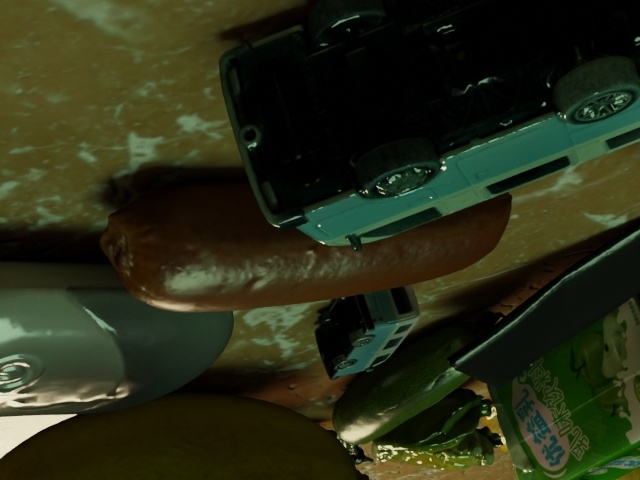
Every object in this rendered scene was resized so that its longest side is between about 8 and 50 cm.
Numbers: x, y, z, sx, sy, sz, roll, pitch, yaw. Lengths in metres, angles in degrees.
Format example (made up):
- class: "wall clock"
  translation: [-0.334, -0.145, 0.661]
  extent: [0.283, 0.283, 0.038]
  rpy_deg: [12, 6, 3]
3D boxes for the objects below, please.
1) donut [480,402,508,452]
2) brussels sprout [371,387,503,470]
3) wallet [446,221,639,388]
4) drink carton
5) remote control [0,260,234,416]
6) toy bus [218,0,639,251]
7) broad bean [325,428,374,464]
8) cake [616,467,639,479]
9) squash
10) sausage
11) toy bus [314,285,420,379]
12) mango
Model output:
- class: "donut"
  translation: [0.297, 0.229, 1.923]
  extent: [0.178, 0.065, 0.162]
  rpy_deg: [-10, 158, -12]
- class: "brussels sprout"
  translation: [0.130, 0.226, 1.778]
  extent: [0.139, 0.100, 0.181]
  rpy_deg: [2, 177, -36]
- class: "wallet"
  translation: [0.246, 0.064, 1.494]
  extent: [0.244, 0.025, 0.124]
  rpy_deg: [-37, 150, 17]
- class: "drink carton"
  translation: [0.323, 0.174, 1.692]
  extent: [0.108, 0.161, 0.271]
  rpy_deg: [5, 149, -38]
- class: "remote control"
  translation: [-0.226, 0.082, 1.210]
  extent: [0.332, 0.103, 0.221]
  rpy_deg: [1, 156, -36]
- class: "toy bus"
  translation: [0.091, -0.092, 0.951]
  extent: [0.271, 0.133, 0.165]
  rpy_deg: [-21, 161, 10]
- class: "broad bean"
  translation: [-0.087, 0.253, 1.754]
  extent: [0.339, 0.061, 0.077]
  rpy_deg: [1, 162, -33]
- class: "cake"
  translation: [0.487, 0.201, 1.775]
  extent: [0.227, 0.222, 0.286]
  rpy_deg: [8, 149, -39]
- class: "squash"
  translation: [0.088, 0.162, 1.632]
  extent: [0.080, 0.071, 0.318]
  rpy_deg: [20, 141, -23]
- class: "sausage"
  translation: [0.000, 0.000, 1.163]
  extent: [0.348, 0.094, 0.097]
  rpy_deg: [-3, 159, -27]
- class: "toy bus"
  translation: [0.045, 0.082, 1.430]
  extent: [0.075, 0.060, 0.123]
  rpy_deg: [-9, 155, -22]
- class: "mango"
  translation: [-0.155, 0.298, 1.567]
  extent: [0.445, 0.220, 0.301]
  rpy_deg: [6, 114, -22]
